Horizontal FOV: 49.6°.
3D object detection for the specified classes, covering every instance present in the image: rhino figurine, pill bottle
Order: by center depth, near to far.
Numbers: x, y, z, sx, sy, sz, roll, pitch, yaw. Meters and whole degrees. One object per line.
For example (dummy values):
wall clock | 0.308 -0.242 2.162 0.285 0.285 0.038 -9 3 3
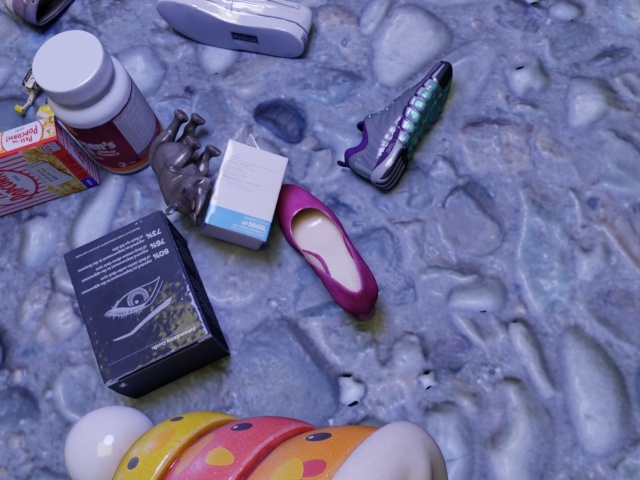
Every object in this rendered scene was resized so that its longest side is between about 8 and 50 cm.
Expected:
rhino figurine | -0.195 -0.099 1.000 0.106 0.073 0.243 -51 36 17
pill bottle | -0.323 -0.199 1.022 0.121 0.221 0.121 -3 68 7

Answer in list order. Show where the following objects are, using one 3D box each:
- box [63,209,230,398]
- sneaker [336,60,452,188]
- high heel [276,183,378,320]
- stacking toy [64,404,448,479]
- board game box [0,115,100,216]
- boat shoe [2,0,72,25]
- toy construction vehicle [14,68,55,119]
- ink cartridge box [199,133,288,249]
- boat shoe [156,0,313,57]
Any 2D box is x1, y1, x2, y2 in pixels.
box | -0.238 0.089 0.956 0.153 0.108 0.207 -24 67 -2
sneaker | 0.112 -0.189 1.035 0.098 0.083 0.224 27 75 22
high heel | 0.000 0.000 0.953 0.082 0.117 0.244 -27 67 -3
stacking toy | -0.126 0.312 0.783 0.479 0.350 0.351 13 70 30
board game box | -0.457 -0.105 1.045 0.193 0.147 0.045 -18 67 1
boat shoe | -0.432 -0.492 1.226 0.092 0.103 0.285 40 82 15
toy construction vehicle | -0.457 -0.246 1.167 0.085 0.035 0.098 20 75 4
ink cartridge box | -0.107 -0.071 0.989 0.089 0.092 0.143 18 78 -11
boat shoe | -0.139 -0.372 1.146 0.258 0.095 0.084 17 67 3
